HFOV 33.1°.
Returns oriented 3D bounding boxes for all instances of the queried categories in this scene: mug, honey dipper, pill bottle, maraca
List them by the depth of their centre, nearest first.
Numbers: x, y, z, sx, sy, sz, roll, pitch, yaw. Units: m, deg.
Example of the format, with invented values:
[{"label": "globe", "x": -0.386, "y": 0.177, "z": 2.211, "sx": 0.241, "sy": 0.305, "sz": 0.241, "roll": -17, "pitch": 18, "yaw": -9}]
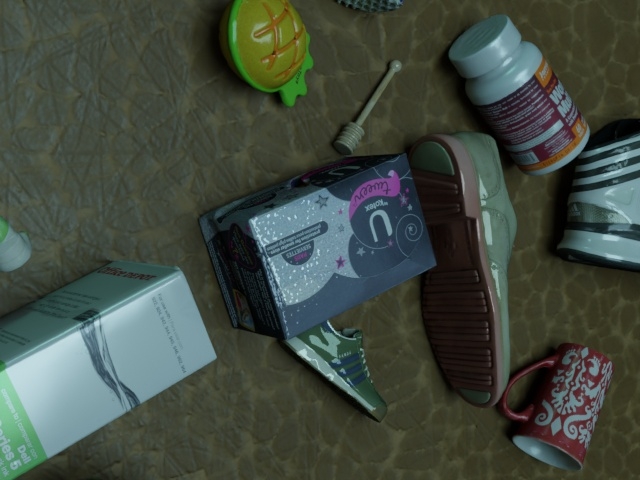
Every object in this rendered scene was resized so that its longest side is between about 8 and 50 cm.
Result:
[{"label": "maraca", "x": -0.061, "y": -0.244, "z": 1.353, "sx": 0.186, "sy": 0.099, "sz": 0.127, "roll": 34, "pitch": 69, "yaw": -55}, {"label": "honey dipper", "x": 0.069, "y": -0.186, "z": 1.479, "sx": 0.030, "sy": 0.030, "sz": 0.160, "roll": 44, "pitch": 65, "yaw": -26}, {"label": "pill bottle", "x": 0.287, "y": -0.210, "z": 1.561, "sx": 0.121, "sy": 0.121, "sz": 0.221, "roll": -50, "pitch": 116, "yaw": -21}, {"label": "mug", "x": 0.366, "y": 0.241, "z": 1.639, "sx": 0.150, "sy": 0.113, "sz": 0.169, "roll": 40, "pitch": 68, "yaw": -29}]

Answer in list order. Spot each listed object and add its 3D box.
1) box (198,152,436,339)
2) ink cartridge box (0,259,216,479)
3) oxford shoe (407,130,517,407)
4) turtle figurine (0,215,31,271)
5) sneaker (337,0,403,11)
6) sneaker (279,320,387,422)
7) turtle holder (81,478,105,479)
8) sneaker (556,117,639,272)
[{"label": "box", "x": 0.000, "y": 0.000, "z": 1.371, "sx": 0.247, "sy": 0.142, "sz": 0.163, "roll": -24, "pitch": 105, "yaw": -30}, {"label": "ink cartridge box", "x": -0.280, "y": 0.131, "z": 1.160, "sx": 0.273, "sy": 0.198, "sz": 0.114, "roll": -28, "pitch": 107, "yaw": -28}, {"label": "oxford shoe", "x": 0.233, "y": 0.037, "z": 1.530, "sx": 0.147, "sy": 0.140, "sz": 0.396, "roll": -14, "pitch": 102, "yaw": -39}, {"label": "turtle figurine", "x": -0.432, "y": -0.074, "z": 1.113, "sx": 0.197, "sy": 0.275, "sz": 0.266, "roll": -61, "pitch": 143, "yaw": -41}, {"label": "sneaker", "x": 0.019, "y": -0.423, "z": 1.391, "sx": 0.293, "sy": 0.102, "sz": 0.146, "roll": 35, "pitch": 72, "yaw": -29}, {"label": "sneaker", "x": 0.038, "y": 0.160, "z": 1.446, "sx": 0.192, "sy": 0.064, "sz": 0.086, "roll": 42, "pitch": 75, "yaw": -24}, {"label": "turtle holder", "x": -0.230, "y": 0.428, "z": 1.184, "sx": 0.227, "sy": 0.243, "sz": 0.320, "roll": 22, "pitch": 70, "yaw": -49}, {"label": "sneaker", "x": 0.586, "y": -0.066, "z": 1.732, "sx": 0.448, "sy": 0.169, "sz": 0.257, "roll": 9, "pitch": 89, "yaw": -30}]
